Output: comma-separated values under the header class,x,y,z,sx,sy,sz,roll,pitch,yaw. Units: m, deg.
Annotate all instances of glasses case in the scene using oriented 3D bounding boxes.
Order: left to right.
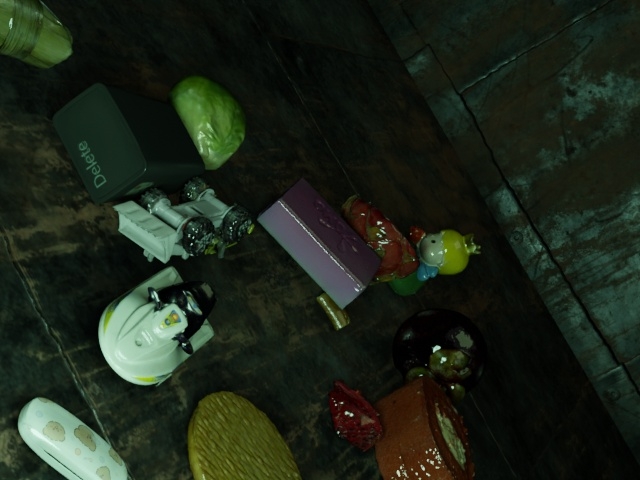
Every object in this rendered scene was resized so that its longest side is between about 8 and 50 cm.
class,x,y,z,sx,sy,sz,roll,pitch,yaw
glasses case,-0.298,0.253,1.212,0.164,0.041,0.063,48,24,-25

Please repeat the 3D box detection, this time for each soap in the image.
class,x,y,z,sx,sy,sz,roll,pitch,yaw
soap,0.001,-0.001,2.073,0.259,0.081,0.181,48,23,-3

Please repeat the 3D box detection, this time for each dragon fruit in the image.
class,x,y,z,sx,sy,sz,roll,pitch,yaw
dragon fruit,0.069,0.316,1.872,0.097,0.063,0.131,36,31,-44
dragon fruit,0.099,0.023,2.253,0.223,0.148,0.218,47,-8,-3

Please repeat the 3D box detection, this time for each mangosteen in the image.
class,x,y,z,sx,sy,sz,roll,pitch,yaw
mangosteen,0.254,0.269,2.163,0.211,0.211,0.250,47,36,-27

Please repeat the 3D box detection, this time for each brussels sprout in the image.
class,x,y,z,sx,sy,sz,roll,pitch,yaw
brussels sprout,-0.214,-0.221,1.877,0.161,0.144,0.180,48,38,-77

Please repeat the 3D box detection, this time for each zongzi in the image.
class,x,y,z,sx,sy,sz,roll,pitch,yaw
zongzi,-0.494,-0.387,1.542,0.221,0.112,0.242,27,36,-49

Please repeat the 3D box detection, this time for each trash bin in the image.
class,x,y,z,sx,sy,sz,roll,pitch,yaw
trash bin,-0.305,-0.155,1.649,0.165,0.115,0.225,60,18,8

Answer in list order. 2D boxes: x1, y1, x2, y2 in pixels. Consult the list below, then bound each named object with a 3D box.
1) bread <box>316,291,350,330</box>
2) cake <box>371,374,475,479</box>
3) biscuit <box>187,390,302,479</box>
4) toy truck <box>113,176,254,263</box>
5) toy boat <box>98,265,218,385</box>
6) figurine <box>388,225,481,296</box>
class,x,y,z,sx,sy,sz,roll,pitch,yaw
bread,0.026,0.142,2.048,0.083,0.036,0.047,57,21,6
cake,0.190,0.390,1.917,0.177,0.151,0.283,47,24,-21
biscuit,-0.111,0.346,1.491,0.262,0.037,0.262,45,26,-29
toy truck,-0.220,-0.020,1.638,0.136,0.111,0.286,32,23,22
toy boat,-0.222,0.118,1.439,0.140,0.141,0.269,57,8,-3
figurine,0.255,0.018,2.428,0.185,0.234,0.127,61,26,7
